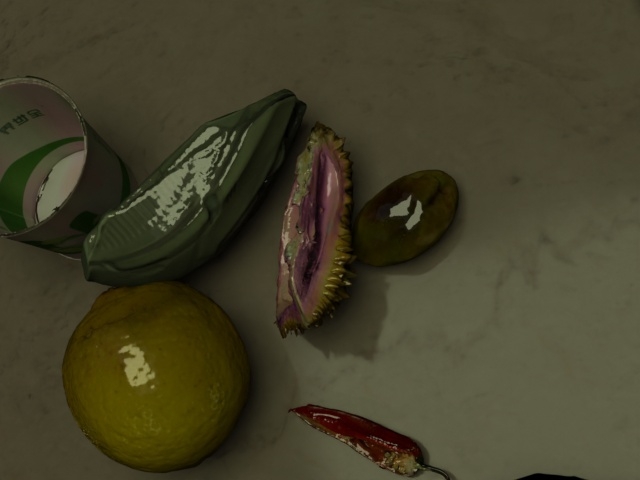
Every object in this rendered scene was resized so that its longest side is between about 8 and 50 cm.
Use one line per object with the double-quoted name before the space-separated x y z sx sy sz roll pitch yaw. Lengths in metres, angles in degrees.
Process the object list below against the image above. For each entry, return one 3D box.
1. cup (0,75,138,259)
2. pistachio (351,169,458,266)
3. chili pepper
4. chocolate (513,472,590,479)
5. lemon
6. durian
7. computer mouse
"cup" -0.424 -0.094 1.896 0.253 0.274 0.253 -4 75 15
"pistachio" 0.126 -0.028 1.805 0.189 0.100 0.110 -34 67 6
"chili pepper" 0.076 0.292 1.777 0.268 0.059 0.050 22 46 23
"chocolate" 0.347 0.468 1.519 0.326 0.314 0.297 14 92 29
"lemon" -0.238 0.197 1.774 0.293 0.293 0.293 -4 76 16
"durian" -0.001 -0.001 1.812 0.112 0.191 0.341 6 67 -4
"computer mouse" -0.177 -0.056 1.843 0.429 0.228 0.145 -42 80 6
